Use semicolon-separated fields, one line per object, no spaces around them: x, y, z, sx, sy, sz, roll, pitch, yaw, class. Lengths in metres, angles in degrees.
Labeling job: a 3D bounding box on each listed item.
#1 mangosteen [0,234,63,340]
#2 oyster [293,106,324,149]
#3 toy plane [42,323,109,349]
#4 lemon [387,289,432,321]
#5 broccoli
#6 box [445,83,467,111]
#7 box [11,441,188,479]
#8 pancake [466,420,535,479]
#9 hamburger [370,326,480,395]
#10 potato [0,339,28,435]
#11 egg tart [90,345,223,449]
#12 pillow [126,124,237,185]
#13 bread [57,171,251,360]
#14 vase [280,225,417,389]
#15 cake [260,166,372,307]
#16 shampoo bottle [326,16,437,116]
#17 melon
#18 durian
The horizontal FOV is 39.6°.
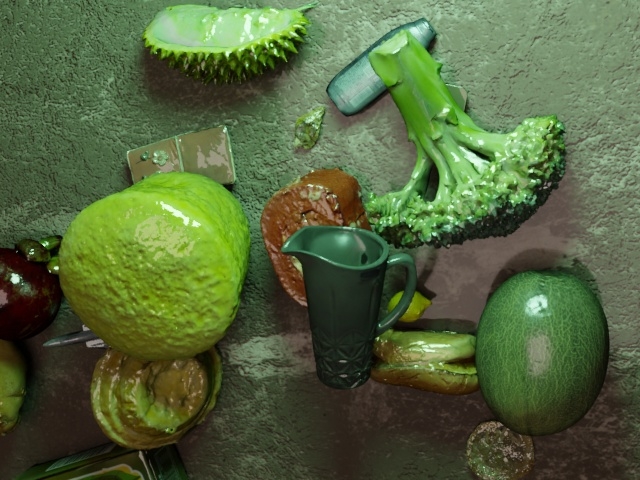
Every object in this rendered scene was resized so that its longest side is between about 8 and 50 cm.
-0.638;0.090;1.907;0.215;0.215;0.257;42;71;5;mangosteen
-0.026;-0.226;1.771;0.051;0.034;0.093;14;98;4;oyster
-0.454;0.192;1.903;0.267;0.088;0.212;-12;95;-2;toy plane
0.175;0.129;1.756;0.092;0.065;0.065;-15;95;21;lemon
0.271;-0.186;1.599;0.353;0.275;0.397;-4;91;-14;broccoli
0.229;-0.237;1.702;0.091;0.031;0.126;12;102;12;box
-0.449;0.661;1.967;0.373;0.138;0.420;-19;93;16;box
0.359;0.421;1.775;0.139;0.022;0.140;3;100;15;pancake
0.198;0.242;1.736;0.262;0.131;0.124;2;99;19;hamburger
-0.742;0.288;1.983;0.173;0.140;0.300;-24;86;25;potato
-0.321;0.299;1.816;0.115;0.290;0.290;11;105;57;egg tart
-0.286;-0.157;1.844;0.232;0.043;0.126;-13;96;15;pillow
-0.305;0.031;1.724;0.348;0.308;0.348;2;115;5;bread
0.054;0.123;1.618;0.251;0.156;0.301;-7;120;-12;vase
0.000;0.000;1.736;0.177;0.151;0.283;-12;105;24;cake
0.119;-0.336;1.705;0.233;0.049;0.087;-38;86;17;shampoo bottle
0.402;0.206;1.620;0.237;0.237;0.302;6;98;14;melon
-0.189;-0.392;1.728;0.355;0.157;0.170;1;82;14;durian
